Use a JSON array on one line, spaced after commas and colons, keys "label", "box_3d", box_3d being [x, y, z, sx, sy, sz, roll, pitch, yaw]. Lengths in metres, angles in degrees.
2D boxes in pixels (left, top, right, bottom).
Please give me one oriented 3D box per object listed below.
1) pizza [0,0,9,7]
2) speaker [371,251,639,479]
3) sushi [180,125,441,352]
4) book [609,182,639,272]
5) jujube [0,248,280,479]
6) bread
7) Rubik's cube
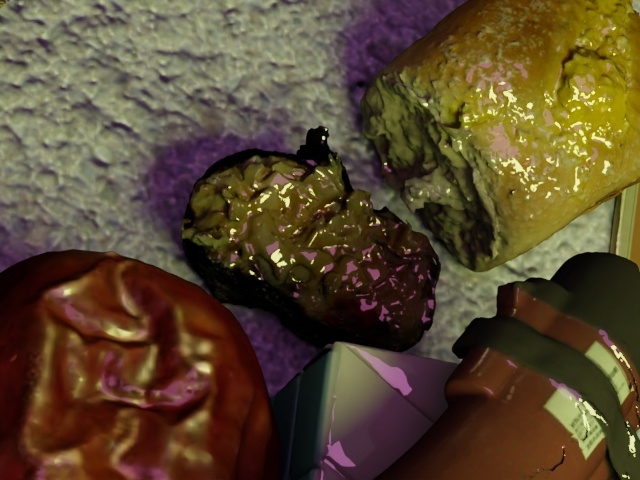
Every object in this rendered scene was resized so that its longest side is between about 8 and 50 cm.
[{"label": "pizza", "box_3d": [-0.312, -0.260, 1.582, 0.185, 0.052, 0.195, -36, 88, -33]}, {"label": "speaker", "box_3d": [0.151, 0.178, 1.278, 0.259, 0.198, 0.329, 41, 58, 12]}, {"label": "sushi", "box_3d": [0.000, 0.000, 1.557, 0.212, 0.115, 0.147, 33, 70, -3]}, {"label": "book", "box_3d": [0.323, 0.034, 1.686, 0.170, 0.018, 0.242, 14, 72, -12]}, {"label": "jujube", "box_3d": [-0.169, 0.202, 1.384, 0.276, 0.276, 0.377, 12, 64, -11]}, {"label": "bread", "box_3d": [0.164, -0.101, 1.597, 0.246, 0.176, 0.195, -32, 81, -20]}, {"label": "Rubik's cube", "box_3d": [0.066, 0.223, 1.452, 0.221, 0.224, 0.231, 12, 71, -13]}]
